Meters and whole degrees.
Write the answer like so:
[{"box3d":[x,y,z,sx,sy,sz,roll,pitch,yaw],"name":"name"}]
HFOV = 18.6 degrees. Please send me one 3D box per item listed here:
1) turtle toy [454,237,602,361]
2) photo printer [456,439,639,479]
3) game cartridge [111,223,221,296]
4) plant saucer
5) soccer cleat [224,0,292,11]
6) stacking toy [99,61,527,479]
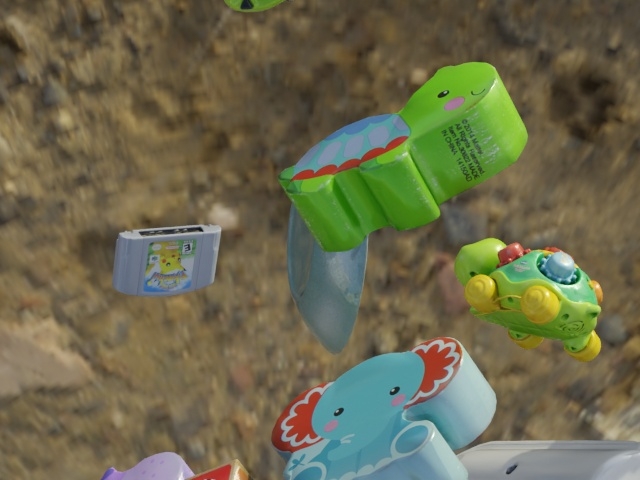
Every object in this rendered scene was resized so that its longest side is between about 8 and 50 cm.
[{"box3d":[0.150,0.036,1.422,0.130,0.095,0.066,12,72,39],"name":"turtle toy"},{"box3d":[0.219,0.281,1.606,0.107,0.307,0.256,-40,101,-23],"name":"photo printer"},{"box3d":[-0.118,0.016,1.503,0.083,0.056,0.017,-5,35,-25],"name":"game cartridge"},{"box3d":[0.000,0.000,1.676,0.037,0.195,0.195,3,73,-12],"name":"plant saucer"},{"box3d":[0.007,-0.221,1.538,0.178,0.072,0.060,-12,104,9],"name":"soccer cleat"},{"box3d":[-0.017,0.060,0.470,0.221,0.167,0.052,-22,30,22],"name":"stacking toy"}]
